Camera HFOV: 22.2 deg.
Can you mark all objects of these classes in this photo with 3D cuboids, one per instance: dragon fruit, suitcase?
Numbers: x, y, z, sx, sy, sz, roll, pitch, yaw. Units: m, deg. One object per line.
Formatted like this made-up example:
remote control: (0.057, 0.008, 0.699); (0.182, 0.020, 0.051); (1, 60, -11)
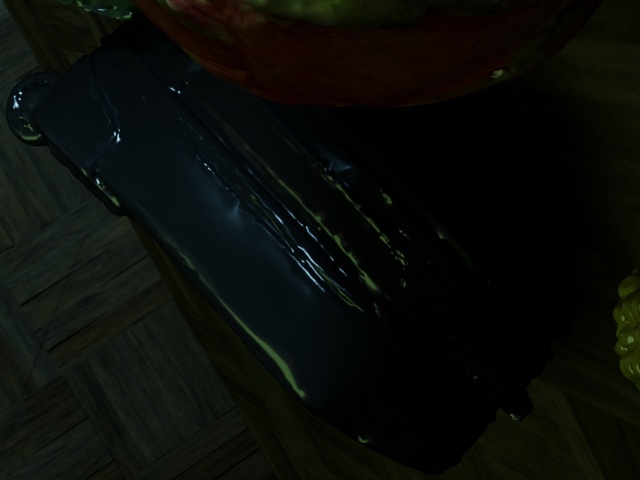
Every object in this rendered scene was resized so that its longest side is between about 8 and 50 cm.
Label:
dragon fruit: (0.018, -0.193, 0.619); (0.277, 0.277, 0.342); (55, 170, 5)
suitcase: (0.000, 0.000, 1.088); (0.339, 0.188, 0.345); (48, -179, 23)

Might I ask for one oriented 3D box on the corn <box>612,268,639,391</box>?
corn: (0.224, 0.033, 0.754); (0.101, 0.101, 0.292); (58, 166, -4)

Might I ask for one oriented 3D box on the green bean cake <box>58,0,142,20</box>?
green bean cake: (-0.103, -0.246, 0.889); (0.241, 0.132, 0.255); (11, 136, 9)
